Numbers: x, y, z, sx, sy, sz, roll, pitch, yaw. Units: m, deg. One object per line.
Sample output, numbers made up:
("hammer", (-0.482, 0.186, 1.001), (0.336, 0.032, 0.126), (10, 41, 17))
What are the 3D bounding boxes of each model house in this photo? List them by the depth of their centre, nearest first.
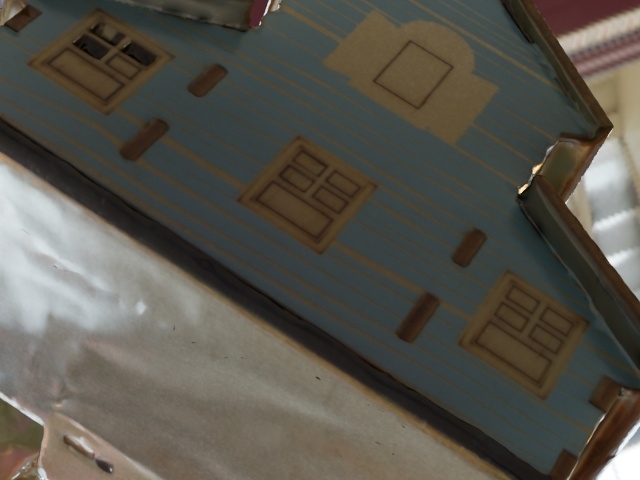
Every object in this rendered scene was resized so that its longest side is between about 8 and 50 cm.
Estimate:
("model house", (0.000, 0.000, 0.554), (0.271, 0.178, 0.206), (30, -132, 10))

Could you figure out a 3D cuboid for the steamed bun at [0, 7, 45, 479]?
("steamed bun", (-0.169, 0.019, 0.675), (0.152, 0.170, 0.239), (-3, -116, -39))
